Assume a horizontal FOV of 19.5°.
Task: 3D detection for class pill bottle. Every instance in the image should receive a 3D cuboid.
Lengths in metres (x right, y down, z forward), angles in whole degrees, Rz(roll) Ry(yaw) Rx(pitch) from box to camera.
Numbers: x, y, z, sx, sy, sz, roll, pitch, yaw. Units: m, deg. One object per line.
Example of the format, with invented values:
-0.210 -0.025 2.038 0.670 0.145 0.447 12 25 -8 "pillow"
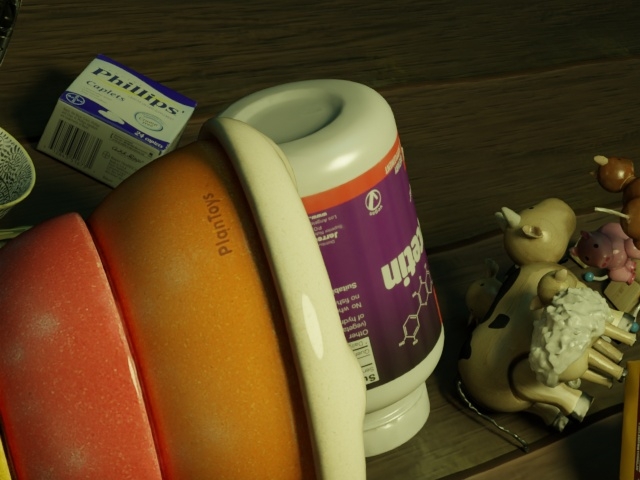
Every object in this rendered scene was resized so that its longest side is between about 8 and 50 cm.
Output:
0.007 0.030 1.666 0.181 0.323 0.181 -12 29 7 "pill bottle"

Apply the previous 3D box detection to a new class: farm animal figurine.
0.232 0.056 1.938 0.172 0.330 0.327 30 58 0 "farm animal figurine"

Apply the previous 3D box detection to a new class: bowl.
-0.361 -0.053 1.757 0.170 0.080 0.170 20 29 -12 "bowl"

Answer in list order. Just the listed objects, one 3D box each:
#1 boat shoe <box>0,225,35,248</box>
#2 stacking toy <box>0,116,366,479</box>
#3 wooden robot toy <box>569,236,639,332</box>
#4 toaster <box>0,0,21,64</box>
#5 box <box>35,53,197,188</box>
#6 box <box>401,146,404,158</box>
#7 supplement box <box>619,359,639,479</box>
-0.290 0.016 1.721 0.048 0.056 0.153 3 8 32 "boat shoe"
-0.227 0.120 1.382 0.480 0.350 0.350 -13 41 -10 "stacking toy"
0.376 0.041 2.208 0.076 0.079 0.173 0 39 -39 "wooden robot toy"
-0.395 -0.245 1.944 0.186 0.168 0.110 18 30 -15 "toaster"
-0.216 -0.123 1.995 0.126 0.072 0.137 27 29 -1 "box"
0.000 0.000 1.864 0.119 0.182 0.181 21 30 -15 "box"
0.396 0.209 1.750 0.129 0.194 0.191 14 75 -36 "supplement box"
